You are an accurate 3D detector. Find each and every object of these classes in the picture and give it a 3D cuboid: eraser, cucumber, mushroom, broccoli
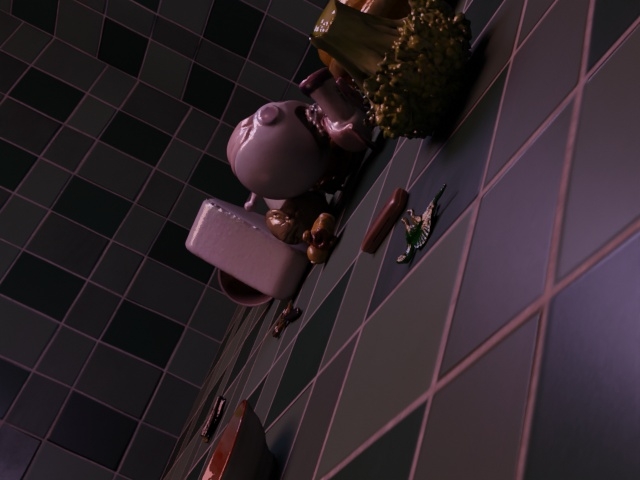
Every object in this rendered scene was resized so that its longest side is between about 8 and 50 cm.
[{"bbox_3d":[-0.184,0.013,2.117,0.150,0.331,0.331,-63,6,9],"label":"eraser"},{"bbox_3d":[-0.298,0.503,2.321,0.135,0.033,0.034,-64,-26,-16],"label":"cucumber"},{"bbox_3d":[-0.059,-0.072,2.085,0.397,0.177,0.126,-116,35,-76],"label":"mushroom"},{"bbox_3d":[0.096,-0.265,1.256,0.247,0.243,0.263,-25,42,58],"label":"broccoli"}]

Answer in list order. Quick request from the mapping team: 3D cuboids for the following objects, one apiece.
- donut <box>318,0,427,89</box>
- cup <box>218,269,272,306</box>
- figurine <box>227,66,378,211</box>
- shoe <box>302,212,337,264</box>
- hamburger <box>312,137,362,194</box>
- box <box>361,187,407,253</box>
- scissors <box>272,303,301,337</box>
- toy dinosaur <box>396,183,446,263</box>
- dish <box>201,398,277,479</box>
[{"bbox_3d":[0.155,-0.539,1.908,0.449,0.198,0.449,-53,3,4],"label":"donut"},{"bbox_3d":[-0.181,0.070,2.536,0.253,0.191,0.200,-33,8,6],"label":"cup"},{"bbox_3d":[-0.053,-0.229,1.890,0.361,0.253,0.211,-23,46,28],"label":"figurine"},{"bbox_3d":[-0.002,-0.003,1.771,0.109,0.072,0.069,-59,3,35],"label":"shoe"},{"bbox_3d":[0.003,-0.230,2.073,0.206,0.183,0.130,-63,-24,6],"label":"hamburger"},{"bbox_3d":[0.099,-0.030,1.290,0.115,0.025,0.048,-58,10,39],"label":"box"},{"bbox_3d":[-0.070,0.173,1.870,0.088,0.017,0.220,-62,6,-17],"label":"scissors"},{"bbox_3d":[0.131,-0.021,1.034,0.119,0.029,0.060,-52,28,37],"label":"toy dinosaur"},{"bbox_3d":[-0.133,0.380,1.262,0.260,0.085,0.260,-155,90,-85],"label":"dish"}]
